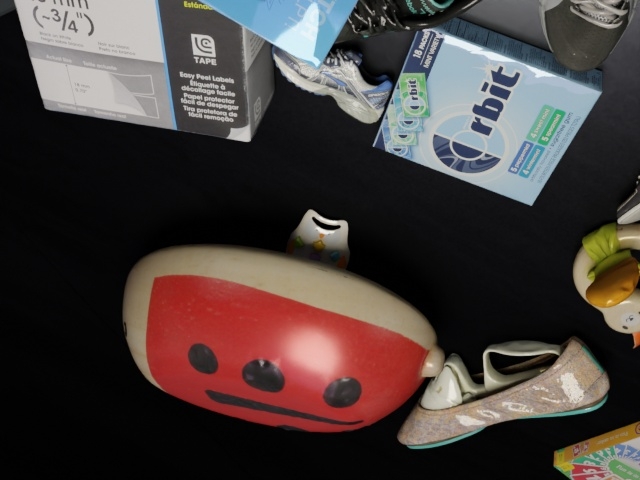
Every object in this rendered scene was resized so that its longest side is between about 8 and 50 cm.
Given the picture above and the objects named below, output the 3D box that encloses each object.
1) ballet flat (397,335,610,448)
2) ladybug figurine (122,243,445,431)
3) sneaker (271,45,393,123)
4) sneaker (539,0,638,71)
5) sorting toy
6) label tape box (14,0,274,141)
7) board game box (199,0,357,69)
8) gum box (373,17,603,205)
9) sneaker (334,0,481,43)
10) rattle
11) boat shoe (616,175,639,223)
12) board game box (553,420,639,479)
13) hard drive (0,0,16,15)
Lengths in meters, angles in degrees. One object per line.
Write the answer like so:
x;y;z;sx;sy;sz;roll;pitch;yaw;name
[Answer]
0.225;0.196;1.067;0.316;0.107;0.106;-23;100;29;ballet flat
-0.066;0.138;1.024;0.449;0.162;0.305;5;147;23;ladybug figurine
0.015;-0.179;0.820;0.135;0.052;0.058;26;125;-15;sneaker
0.226;-0.218;0.641;0.086;0.132;0.228;10;134;11;sneaker
0.000;0.000;1.000;0.083;0.045;0.075;18;116;3;sorting toy
-0.175;-0.273;0.756;0.241;0.106;0.333;10;134;10;label tape box
-0.024;-0.329;0.596;0.242;0.064;0.316;29;111;-8;board game box
0.165;-0.132;0.808;0.184;0.041;0.157;22;135;1;gum box
0.065;-0.234;0.706;0.267;0.106;0.101;-16;125;33;sneaker
0.358;0.087;0.879;0.130;0.142;0.199;-14;121;7;rattle
0.349;-0.061;0.810;0.046;0.038;0.125;-8;153;-32;boat shoe
0.471;0.301;1.108;0.124;0.039;0.259;38;130;-17;board game box
-0.377;-0.292;0.870;0.135;0.022;0.094;-11;126;29;hard drive
